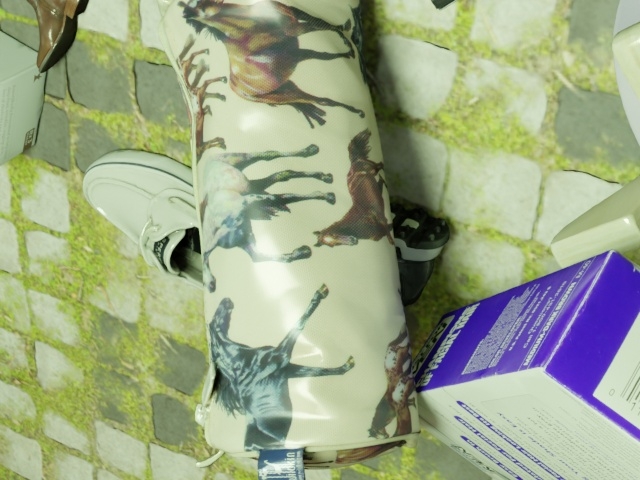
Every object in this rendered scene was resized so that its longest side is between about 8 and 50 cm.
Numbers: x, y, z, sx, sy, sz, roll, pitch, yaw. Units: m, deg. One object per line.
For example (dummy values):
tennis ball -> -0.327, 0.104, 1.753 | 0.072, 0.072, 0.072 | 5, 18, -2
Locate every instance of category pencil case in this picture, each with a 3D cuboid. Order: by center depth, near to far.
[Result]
pencil case -> -0.033, -0.017, 0.967 | 0.160, 0.183, 0.410 | 161, 102, -75

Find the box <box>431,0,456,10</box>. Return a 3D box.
box -> 0.135, -0.321, 0.836 | 0.270, 0.060, 0.216 | -28, 101, 39

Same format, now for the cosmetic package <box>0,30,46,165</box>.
cosmetic package -> -0.403, -0.181, 1.232 | 0.231, 0.085, 0.117 | 30, 129, 14

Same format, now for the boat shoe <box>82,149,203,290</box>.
boat shoe -> -0.134, -0.003, 1.173 | 0.267, 0.088, 0.096 | 29, 129, 13

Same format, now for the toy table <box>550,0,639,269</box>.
toy table -> 0.290, -0.065, 0.832 | 0.274, 0.161, 0.252 | 48, 131, -4

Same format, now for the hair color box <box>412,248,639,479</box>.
hair color box -> 0.197, 0.125, 0.920 | 0.185, 0.110, 0.339 | 36, 162, -5

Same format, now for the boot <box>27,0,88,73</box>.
boot -> -0.289, -0.235, 1.160 | 0.114, 0.037, 0.106 | 36, 117, 4

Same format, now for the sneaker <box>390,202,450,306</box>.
sneaker -> 0.000, 0.000, 1.100 | 0.234, 0.078, 0.106 | 19, 124, 18
